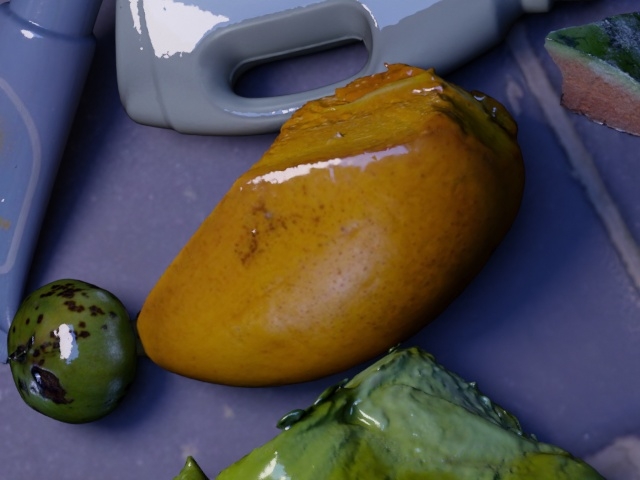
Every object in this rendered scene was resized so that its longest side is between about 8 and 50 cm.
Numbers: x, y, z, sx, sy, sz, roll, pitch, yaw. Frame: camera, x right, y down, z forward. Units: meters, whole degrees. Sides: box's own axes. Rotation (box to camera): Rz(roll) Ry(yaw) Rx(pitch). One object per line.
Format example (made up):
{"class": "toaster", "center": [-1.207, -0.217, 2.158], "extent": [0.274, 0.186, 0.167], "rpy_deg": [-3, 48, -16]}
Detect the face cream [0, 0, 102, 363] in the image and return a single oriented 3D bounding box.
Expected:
{"class": "face cream", "center": [-0.260, -0.091, 1.599], "extent": [0.135, 0.086, 0.385], "rpy_deg": [28, 109, 16]}

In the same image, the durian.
{"class": "durian", "center": [0.059, 0.214, 1.448], "extent": [0.339, 0.204, 0.256], "rpy_deg": [34, 77, 15]}

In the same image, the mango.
{"class": "mango", "center": [0.000, 0.000, 1.505], "extent": [0.350, 0.201, 0.199], "rpy_deg": [-39, 64, 12]}

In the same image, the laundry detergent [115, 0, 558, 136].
{"class": "laundry detergent", "center": [0.035, -0.214, 1.575], "extent": [0.397, 0.125, 0.264], "rpy_deg": [2, 79, 11]}

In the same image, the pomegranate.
{"class": "pomegranate", "center": [-0.188, 0.089, 1.581], "extent": [0.161, 0.122, 0.122], "rpy_deg": [-8, 75, -27]}

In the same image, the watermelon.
{"class": "watermelon", "center": [0.267, -0.129, 1.546], "extent": [0.155, 0.080, 0.101], "rpy_deg": [30, 52, 18]}
